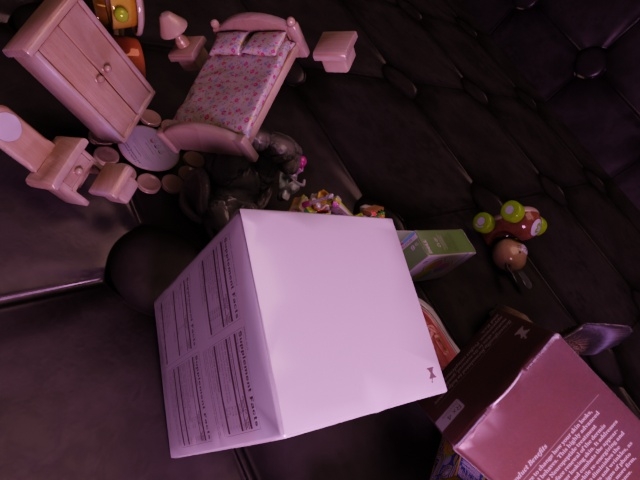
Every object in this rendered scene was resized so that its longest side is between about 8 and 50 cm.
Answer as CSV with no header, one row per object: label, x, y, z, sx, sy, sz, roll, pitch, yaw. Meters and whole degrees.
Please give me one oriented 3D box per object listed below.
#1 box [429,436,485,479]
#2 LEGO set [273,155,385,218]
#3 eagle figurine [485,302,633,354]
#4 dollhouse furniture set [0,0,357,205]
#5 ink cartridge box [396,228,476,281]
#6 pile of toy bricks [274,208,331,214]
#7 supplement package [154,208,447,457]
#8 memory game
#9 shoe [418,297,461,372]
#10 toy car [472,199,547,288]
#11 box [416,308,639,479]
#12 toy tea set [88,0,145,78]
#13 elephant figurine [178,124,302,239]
box,0.233,0.326,0.729,0.054,0.059,0.169,44,42,-2
LEGO set,0.051,-0.051,0.830,0.287,0.107,0.132,20,64,-42
eagle figurine,0.433,0.211,0.892,0.226,0.225,0.298,45,52,16
dollhouse furniture set,-0.178,-0.189,0.544,0.303,0.356,0.174,-70,154,-22
ink cartridge box,0.199,0.033,0.904,0.209,0.109,0.062,-2,57,-39
pile of toy bricks,0.000,0.000,0.677,0.212,0.118,0.105,-2,66,-17
supplement package,-0.044,0.113,0.519,0.199,0.263,0.198,1,65,-37
memory game,-0.284,-0.150,0.754,0.186,0.012,0.186,21,47,-24
shoe,0.186,0.182,0.806,0.178,0.063,0.081,53,37,4
toy car,0.482,0.021,1.121,0.155,0.149,0.188,18,58,-40
box,0.340,0.298,0.633,0.381,0.191,0.143,45,-3,-12
toy tea set,-0.388,-0.393,0.753,0.124,0.200,0.336,-14,55,-28
elephant figurine,-0.142,-0.068,0.712,0.169,0.239,0.186,22,17,0
